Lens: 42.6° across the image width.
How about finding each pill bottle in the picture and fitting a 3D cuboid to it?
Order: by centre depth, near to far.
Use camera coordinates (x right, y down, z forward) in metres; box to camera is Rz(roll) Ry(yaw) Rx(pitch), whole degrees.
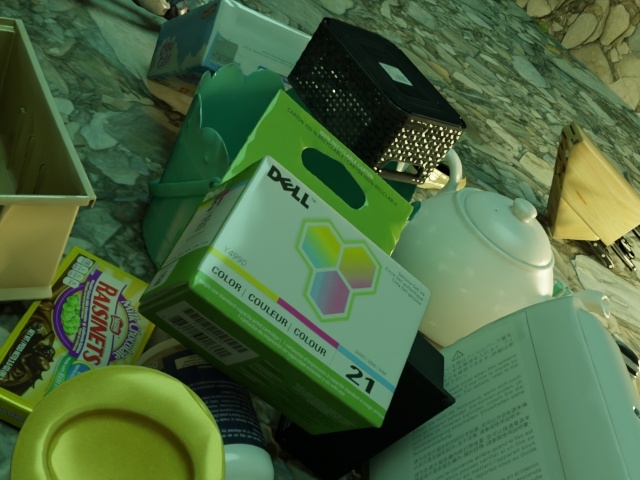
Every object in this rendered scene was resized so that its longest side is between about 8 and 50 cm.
[{"bbox_3d":[-0.091,0.165,0.647,0.094,0.094,0.169,12,36,-35],"label":"pill bottle"}]

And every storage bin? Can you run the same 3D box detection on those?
[{"bbox_3d":[-0.361,-0.080,0.676,0.260,0.123,0.262,-1,45,-37],"label":"storage bin"},{"bbox_3d":[0.060,-0.155,0.910,0.122,0.084,0.180,6,39,-43],"label":"storage bin"}]

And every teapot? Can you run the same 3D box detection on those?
[{"bbox_3d":[0.209,0.015,1.082,0.256,0.187,0.252,23,31,-19],"label":"teapot"}]

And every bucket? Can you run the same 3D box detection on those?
[{"bbox_3d":[-0.051,-0.042,0.902,0.281,0.183,0.281,26,30,-16],"label":"bucket"}]

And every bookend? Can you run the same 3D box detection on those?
[{"bbox_3d":[0.047,0.122,0.779,0.072,0.157,0.156,43,28,-14],"label":"bookend"}]

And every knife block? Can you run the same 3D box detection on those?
[{"bbox_3d":[0.552,-0.075,1.525,0.242,0.276,0.088,2,32,2],"label":"knife block"}]

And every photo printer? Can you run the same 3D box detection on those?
[{"bbox_3d":[0.157,0.194,0.708,0.107,0.256,0.307,46,24,-22],"label":"photo printer"}]

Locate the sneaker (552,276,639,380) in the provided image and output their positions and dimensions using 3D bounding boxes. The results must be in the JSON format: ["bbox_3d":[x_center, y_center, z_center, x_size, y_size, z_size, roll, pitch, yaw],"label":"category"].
[{"bbox_3d":[0.367,0.127,1.218,0.223,0.083,0.098,44,10,7],"label":"sneaker"}]

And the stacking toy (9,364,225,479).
[{"bbox_3d":[-0.235,0.193,0.471,0.309,0.130,0.279,19,58,-6],"label":"stacking toy"}]

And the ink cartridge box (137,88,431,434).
[{"bbox_3d":[0.000,0.000,0.680,0.189,0.097,0.255,39,57,-19],"label":"ink cartridge box"}]

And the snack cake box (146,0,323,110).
[{"bbox_3d":[-0.116,-0.231,1.074,0.152,0.089,0.264,17,-1,-26],"label":"snack cake box"}]

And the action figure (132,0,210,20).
[{"bbox_3d":[-0.248,-0.373,1.271,0.285,0.099,0.185,23,26,-27],"label":"action figure"}]

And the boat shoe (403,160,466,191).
[{"bbox_3d":[0.207,-0.118,1.414,0.153,0.048,0.056,4,42,-43],"label":"boat shoe"}]

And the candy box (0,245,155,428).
[{"bbox_3d":[-0.207,0.088,0.709,0.105,0.027,0.206,31,30,-12],"label":"candy box"}]

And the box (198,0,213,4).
[{"bbox_3d":[-0.202,-0.418,1.453,0.081,0.028,0.136,24,34,-19],"label":"box"}]

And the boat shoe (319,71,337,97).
[{"bbox_3d":[-0.007,-0.315,1.463,0.083,0.065,0.183,-4,47,-47],"label":"boat shoe"}]
